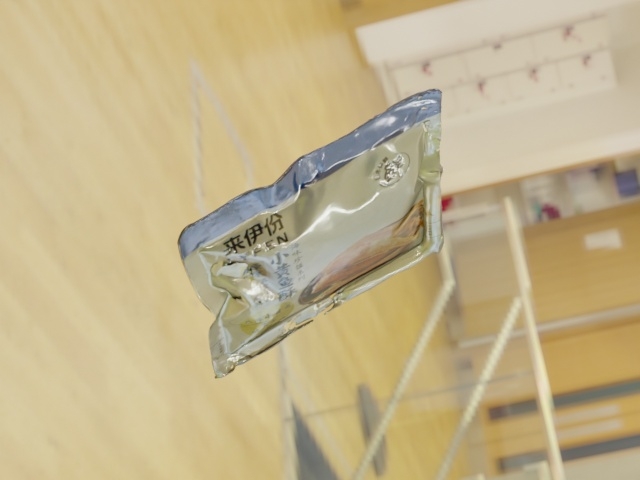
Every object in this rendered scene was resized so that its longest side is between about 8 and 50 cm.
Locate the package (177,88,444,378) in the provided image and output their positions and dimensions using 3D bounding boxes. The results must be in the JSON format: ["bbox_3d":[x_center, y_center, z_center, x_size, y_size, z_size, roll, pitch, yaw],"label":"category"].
[{"bbox_3d":[0.000,0.000,0.855,0.027,0.171,0.173,55,-14,27],"label":"package"}]
